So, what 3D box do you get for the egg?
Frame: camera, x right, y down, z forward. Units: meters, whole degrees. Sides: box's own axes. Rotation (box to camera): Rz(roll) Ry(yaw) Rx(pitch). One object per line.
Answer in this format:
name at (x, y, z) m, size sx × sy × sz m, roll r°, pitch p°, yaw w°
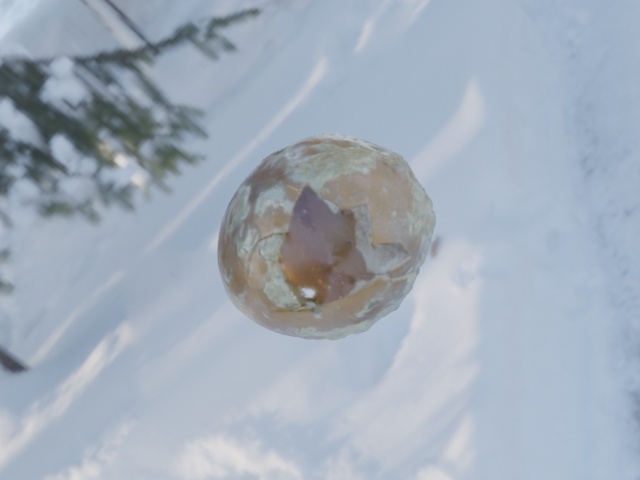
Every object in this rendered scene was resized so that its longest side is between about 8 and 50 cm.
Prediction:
egg at (0.000, 0.000, 1.218) m, size 0.233 × 0.195 × 0.195 m, roll -28°, pitch 31°, yaw 30°
